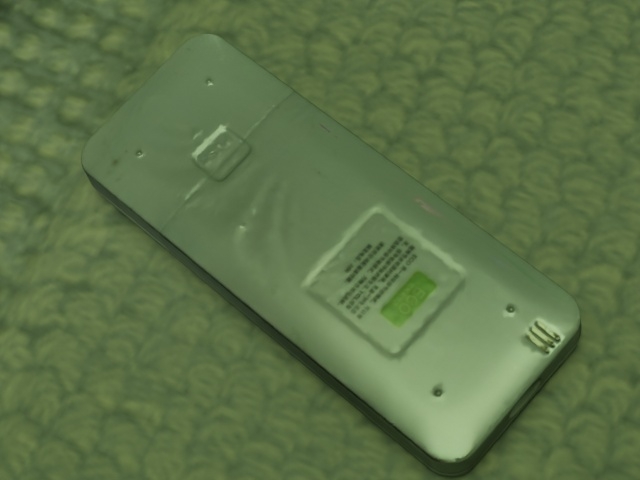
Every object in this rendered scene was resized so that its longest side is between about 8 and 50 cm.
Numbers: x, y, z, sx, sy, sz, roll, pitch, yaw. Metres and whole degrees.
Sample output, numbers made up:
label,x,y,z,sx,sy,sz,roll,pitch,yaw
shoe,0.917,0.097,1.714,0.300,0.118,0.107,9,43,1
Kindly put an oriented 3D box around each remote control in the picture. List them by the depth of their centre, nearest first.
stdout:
label,x,y,z,sx,sy,sz,roll,pitch,yaw
remote control,0.000,0.000,0.660,0.250,0.034,0.103,37,77,22
